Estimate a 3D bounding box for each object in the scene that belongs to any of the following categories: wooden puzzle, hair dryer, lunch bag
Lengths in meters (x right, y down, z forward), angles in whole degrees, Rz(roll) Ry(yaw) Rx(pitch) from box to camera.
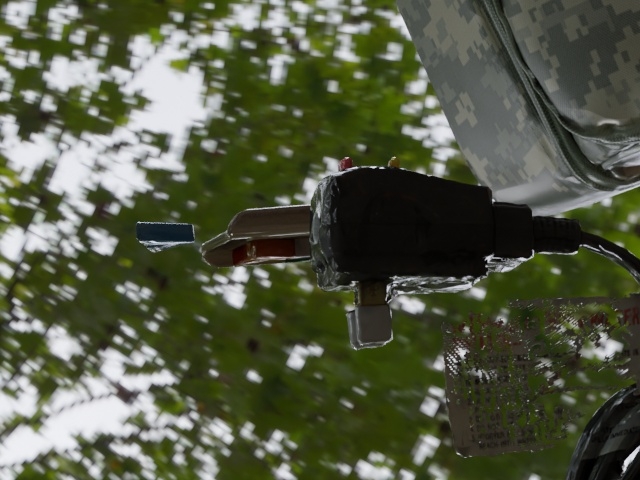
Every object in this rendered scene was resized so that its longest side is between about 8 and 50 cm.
[{"bbox_3d":[0.000,0.000,0.608,0.116,0.078,0.014,-5,-98,-5],"label":"wooden puzzle"},{"bbox_3d":[0.124,0.069,0.573,0.294,0.080,0.223,-6,-77,-18],"label":"hair dryer"},{"bbox_3d":[0.159,-0.186,0.927,0.213,0.256,0.305,-22,-91,-25],"label":"lunch bag"}]
